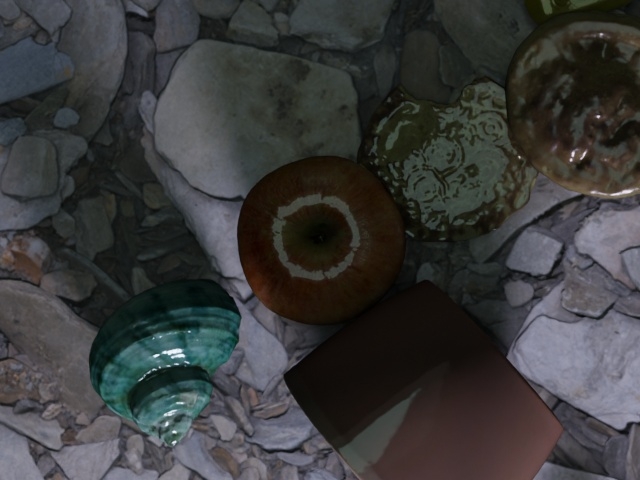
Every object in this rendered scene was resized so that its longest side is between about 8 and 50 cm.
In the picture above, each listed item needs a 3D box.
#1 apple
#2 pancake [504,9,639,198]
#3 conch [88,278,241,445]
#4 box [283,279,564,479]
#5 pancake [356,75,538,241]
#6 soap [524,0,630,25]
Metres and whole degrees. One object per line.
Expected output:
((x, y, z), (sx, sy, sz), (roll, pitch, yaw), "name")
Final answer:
((0.000, 0.000, 1.624), (0.211, 0.188, 0.211), (0, 90, 5), "apple")
((0.342, -0.170, 1.605), (0.242, 0.050, 0.241), (0, 92, 12), "pancake")
((-0.197, 0.156, 1.680), (0.196, 0.134, 0.202), (-12, 88, 10), "conch")
((0.126, 0.199, 1.561), (0.216, 0.301, 0.301), (-44, 84, 0), "box")
((0.163, -0.103, 1.678), (0.235, 0.029, 0.211), (2, 91, 9), "pancake")
((0.321, -0.317, 1.644), (0.140, 0.045, 0.088), (-17, 85, 9), "soap")
